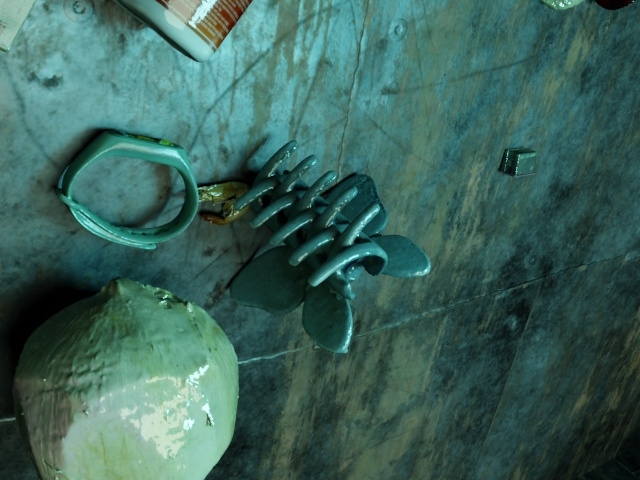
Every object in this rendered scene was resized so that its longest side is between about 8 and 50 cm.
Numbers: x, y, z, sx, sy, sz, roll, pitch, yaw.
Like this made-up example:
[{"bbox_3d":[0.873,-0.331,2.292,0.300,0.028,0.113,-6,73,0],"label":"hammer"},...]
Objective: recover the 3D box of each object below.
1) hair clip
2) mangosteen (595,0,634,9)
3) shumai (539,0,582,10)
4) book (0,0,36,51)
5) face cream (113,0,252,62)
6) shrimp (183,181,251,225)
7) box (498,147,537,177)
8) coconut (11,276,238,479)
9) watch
[{"bbox_3d":[0.000,0.000,1.353,0.392,0.318,0.238,-40,143,-8],"label":"hair clip"},{"bbox_3d":[0.696,-0.616,1.676,0.140,0.140,0.140,-20,128,-28],"label":"mangosteen"},{"bbox_3d":[0.529,-0.577,1.574,0.116,0.146,0.145,-55,166,-70],"label":"shumai"},{"bbox_3d":[-0.480,-0.360,0.960,0.199,0.016,0.138,27,99,-45],"label":"book"},{"bbox_3d":[-0.196,-0.389,1.036,0.187,0.201,0.201,-54,136,2],"label":"face cream"},{"bbox_3d":[-0.199,-0.071,1.370,0.163,0.045,0.095,-6,142,-42],"label":"shrimp"},{"bbox_3d":[0.510,-0.201,1.833,0.085,0.060,0.063,-9,115,-34],"label":"box"},{"bbox_3d":[-0.326,0.246,1.228,0.405,0.404,0.404,-20,128,-28],"label":"coconut"},{"bbox_3d":[-0.324,-0.087,1.218,0.237,0.068,0.195,8,107,-36],"label":"watch"}]
